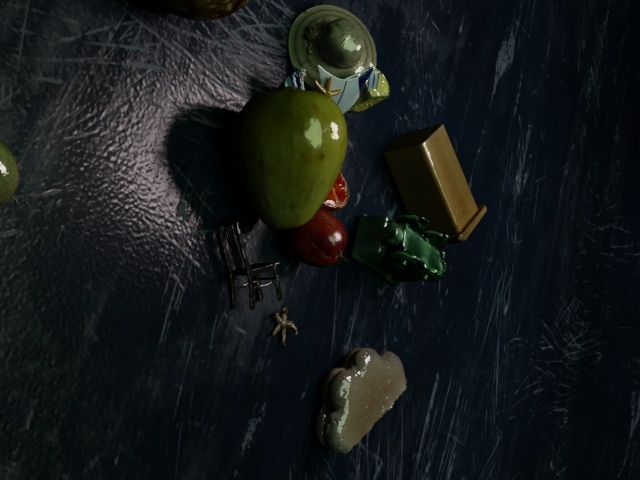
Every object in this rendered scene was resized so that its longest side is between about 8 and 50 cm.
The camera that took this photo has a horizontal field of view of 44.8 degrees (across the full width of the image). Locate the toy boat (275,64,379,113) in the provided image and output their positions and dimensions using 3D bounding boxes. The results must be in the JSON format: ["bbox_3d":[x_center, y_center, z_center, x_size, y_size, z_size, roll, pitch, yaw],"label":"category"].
[{"bbox_3d":[0.021,-0.362,1.933,0.291,0.067,0.221,-29,134,-20],"label":"toy boat"}]

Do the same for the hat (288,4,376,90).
[{"bbox_3d":[0.051,-0.494,1.944,0.252,0.110,0.252,4,78,-20],"label":"hat"}]

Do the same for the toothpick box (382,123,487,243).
[{"bbox_3d":[0.325,-0.162,2.273,0.190,0.187,0.308,-43,115,-40],"label":"toothpick box"}]

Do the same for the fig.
[{"bbox_3d":[-0.075,-0.182,1.757,0.258,0.258,0.326,-5,108,-49],"label":"fig"}]

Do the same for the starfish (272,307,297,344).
[{"bbox_3d":[-0.089,0.207,1.878,0.078,0.028,0.091,-2,92,-43],"label":"starfish"}]

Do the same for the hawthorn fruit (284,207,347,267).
[{"bbox_3d":[0.000,0.000,1.891,0.148,0.172,0.148,-47,155,-30],"label":"hawthorn fruit"}]

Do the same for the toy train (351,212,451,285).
[{"bbox_3d":[0.230,0.024,2.125,0.266,0.201,0.145,33,64,-42],"label":"toy train"}]

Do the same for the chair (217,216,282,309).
[{"bbox_3d":[-0.160,0.043,1.766,0.101,0.084,0.213,-14,98,-45],"label":"chair"}]

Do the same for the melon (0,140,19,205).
[{"bbox_3d":[-0.571,-0.116,1.257,0.192,0.139,0.139,39,60,-36],"label":"melon"}]

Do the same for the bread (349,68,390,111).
[{"bbox_3d":[0.111,-0.409,2.086,0.129,0.114,0.111,-25,100,-50],"label":"bread"}]

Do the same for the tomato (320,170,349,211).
[{"bbox_3d":[-0.003,-0.133,1.956,0.155,0.069,0.156,24,48,-30],"label":"tomato"}]

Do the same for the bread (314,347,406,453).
[{"bbox_3d":[0.095,0.391,2.028,0.337,0.102,0.183,-40,113,-40],"label":"bread"}]

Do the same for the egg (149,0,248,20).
[{"bbox_3d":[-0.255,-0.568,1.576,0.289,0.238,0.238,-19,102,-40],"label":"egg"}]
